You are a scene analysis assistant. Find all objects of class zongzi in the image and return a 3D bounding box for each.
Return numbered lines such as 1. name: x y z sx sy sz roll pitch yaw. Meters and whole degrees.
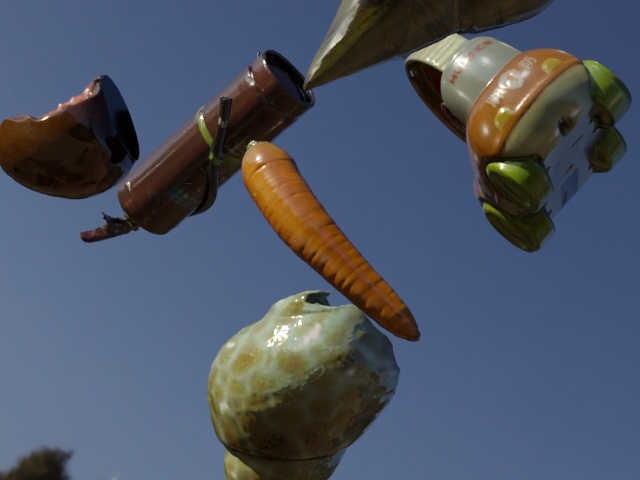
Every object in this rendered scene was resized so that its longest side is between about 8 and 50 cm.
1. zongzi: 0.042 -0.222 1.023 0.205 0.204 0.094 66 -13 4

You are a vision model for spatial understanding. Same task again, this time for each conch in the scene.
1. conch: -0.022 0.108 1.011 0.116 0.106 0.173 35 -45 -14

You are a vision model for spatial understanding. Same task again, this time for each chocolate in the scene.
1. chocolate: -0.262 -0.101 1.520 0.133 0.127 0.124 -20 -34 14

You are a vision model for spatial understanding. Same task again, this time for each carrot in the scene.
1. carrot: 0.000 0.001 1.487 0.271 0.062 0.066 51 -9 24

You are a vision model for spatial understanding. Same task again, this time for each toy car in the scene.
1. toy car: 0.172 -0.122 1.452 0.235 0.145 0.235 41 -9 8

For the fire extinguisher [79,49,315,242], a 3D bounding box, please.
1. fire extinguisher: -0.165 -0.101 1.916 0.141 0.341 0.105 15 40 -58
